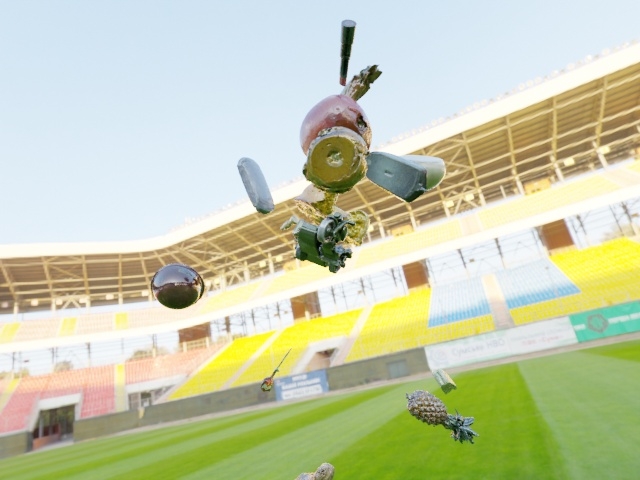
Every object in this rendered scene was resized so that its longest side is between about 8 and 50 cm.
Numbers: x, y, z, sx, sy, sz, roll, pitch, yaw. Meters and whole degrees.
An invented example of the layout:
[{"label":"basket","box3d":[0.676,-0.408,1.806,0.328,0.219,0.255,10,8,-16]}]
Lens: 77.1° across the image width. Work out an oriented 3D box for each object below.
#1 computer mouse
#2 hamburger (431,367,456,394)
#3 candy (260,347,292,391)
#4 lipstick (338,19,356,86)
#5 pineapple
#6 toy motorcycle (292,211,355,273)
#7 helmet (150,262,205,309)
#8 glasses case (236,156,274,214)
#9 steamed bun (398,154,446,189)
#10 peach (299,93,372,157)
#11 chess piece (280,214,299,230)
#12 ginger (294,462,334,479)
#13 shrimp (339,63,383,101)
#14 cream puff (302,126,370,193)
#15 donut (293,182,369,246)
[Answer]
[{"label":"computer mouse","box3d":[0.222,-0.190,1.174,0.068,0.229,0.113,-6,-55,-57]},{"label":"hamburger","box3d":[0.462,0.525,1.525,0.054,0.084,0.121,-37,-44,10]},{"label":"candy","box3d":[-0.160,0.476,1.486,0.049,0.185,0.055,43,-14,-29]},{"label":"lipstick","box3d":[0.094,-0.671,1.460,0.053,0.053,0.234,-9,-35,-8]},{"label":"pineapple","box3d":[0.332,0.490,1.129,0.221,0.083,0.103,30,-20,-1]},{"label":"toy motorcycle","box3d":[0.000,0.000,1.283,0.205,0.127,0.275,20,-31,26]},{"label":"helmet","box3d":[-0.452,0.167,1.291,0.175,0.106,0.155,40,-91,-31]},{"label":"glasses case","box3d":[-0.284,-0.243,1.770,0.067,0.282,0.109,-32,-15,36]},{"label":"steamed bun","box3d":[0.395,-0.270,1.662,0.231,0.145,0.232,2,19,-1]},{"label":"peach","box3d":[0.054,-0.343,1.343,0.238,0.281,0.281,4,-23,-24]},{"label":"chess piece","box3d":[-0.126,-0.064,1.581,0.035,0.035,0.092,7,-30,-45]},{"label":"ginger","box3d":[-0.031,0.798,1.306,0.122,0.084,0.290,5,-40,-20]},{"label":"shrimp","box3d":[0.116,-0.532,1.491,0.077,0.168,0.317,28,-31,-18]},{"label":"cream puff","box3d":[0.032,-0.150,0.774,0.133,0.119,0.104,-46,-4,23]},{"label":"donut","box3d":[0.057,-0.152,2.113,0.435,0.163,0.377,38,-10,-28]}]
